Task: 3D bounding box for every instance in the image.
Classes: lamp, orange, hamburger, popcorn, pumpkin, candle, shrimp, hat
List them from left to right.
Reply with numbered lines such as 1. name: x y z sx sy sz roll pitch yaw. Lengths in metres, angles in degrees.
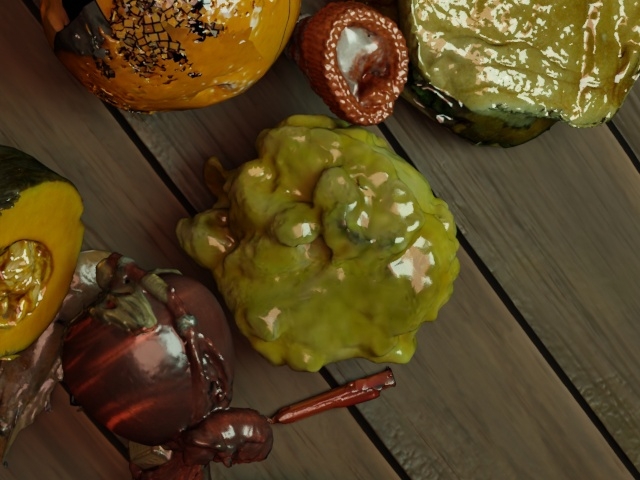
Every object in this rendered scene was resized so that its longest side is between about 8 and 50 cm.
1. pumpkin: -0.374 0.012 0.951 0.232 0.325 0.242 25 126 16
2. shrimp: -0.238 0.117 1.109 0.126 0.047 0.223 27 88 -23
3. lamp: -0.154 0.126 1.047 0.151 0.215 0.223 -10 79 -30
4. orange: -0.124 -0.207 1.006 0.234 0.234 0.182 -23 78 -9
5. candle: -0.004 0.166 1.171 0.167 0.021 0.026 -18 98 -10
6. popcorn: 0.000 0.000 1.090 0.266 0.192 0.233 18 108 11
7. hat: 0.006 -0.171 1.071 0.093 0.162 0.112 -35 119 -19
8. hamburger: 0.176 -0.228 1.119 0.285 0.134 0.266 36 81 -18
